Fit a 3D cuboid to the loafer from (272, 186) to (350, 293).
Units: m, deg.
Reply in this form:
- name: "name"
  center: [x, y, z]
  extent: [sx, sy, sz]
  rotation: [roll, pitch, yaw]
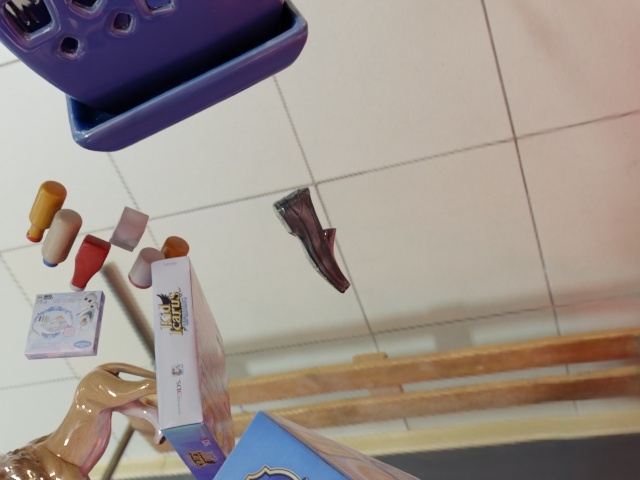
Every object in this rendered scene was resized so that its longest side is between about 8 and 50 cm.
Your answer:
- name: "loafer"
  center: [0.000, 0.000, 1.168]
  extent: [0.061, 0.062, 0.170]
  rotation: [-36, 102, -9]

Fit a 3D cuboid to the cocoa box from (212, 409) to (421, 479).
- name: "cocoa box"
  center: [0.045, 0.317, 0.626]
  extent: [0.228, 0.231, 0.347]
  rotation: [30, 173, 35]

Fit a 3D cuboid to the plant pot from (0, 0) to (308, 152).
- name: "plant pot"
  center: [-0.148, -0.221, 0.637]
  extent: [0.236, 0.236, 0.212]
  rotation: [-26, 130, -2]

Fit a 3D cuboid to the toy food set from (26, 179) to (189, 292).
- name: "toy food set"
  center: [-0.322, 0.016, 1.176]
  extent: [0.232, 0.111, 0.104]
  rotation: [23, 125, -17]

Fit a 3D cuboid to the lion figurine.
- name: "lion figurine"
  center: [-0.424, 0.348, 1.429]
  extent: [0.240, 0.392, 0.142]
  rotation: [29, 162, 15]

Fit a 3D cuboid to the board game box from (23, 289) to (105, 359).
- name: "board game box"
  center: [-0.331, 0.110, 1.037]
  extent: [0.090, 0.090, 0.020]
  rotation: [-3, 144, 3]

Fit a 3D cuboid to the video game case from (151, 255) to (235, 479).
- name: "video game case"
  center: [-0.178, 0.196, 1.135]
  extent: [0.061, 0.244, 0.269]
  rotation: [-11, 147, -2]
